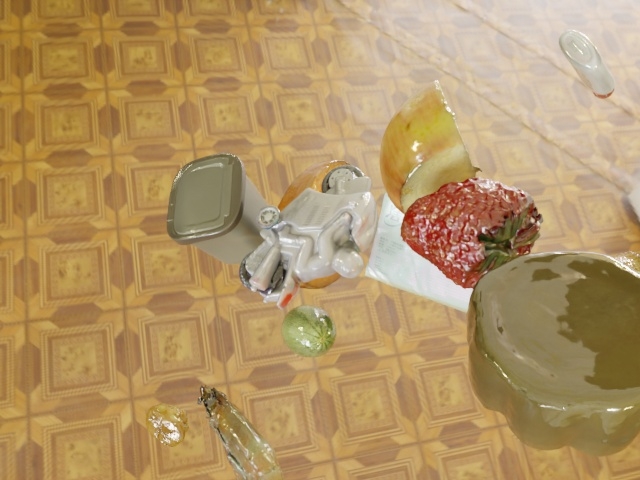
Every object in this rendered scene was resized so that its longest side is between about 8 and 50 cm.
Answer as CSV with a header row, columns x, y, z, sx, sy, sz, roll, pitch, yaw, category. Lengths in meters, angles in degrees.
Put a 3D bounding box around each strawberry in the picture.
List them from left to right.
x,y,z,sx,sy,sz,roll,pitch,yaw,category
0.347,-0.025,1.379,0.261,0.261,0.258,-26,40,-21,strawberry

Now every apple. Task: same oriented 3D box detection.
x,y,z,sx,sy,sz,roll,pitch,yaw,category
0.281,-0.251,1.580,0.252,0.314,0.309,6,47,-23,apple

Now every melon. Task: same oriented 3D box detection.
x,y,z,sx,sy,sz,roll,pitch,yaw,category
-0.032,0.237,1.587,0.139,0.192,0.139,-2,96,-24,melon

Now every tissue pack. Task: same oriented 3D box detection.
x,y,z,sx,sy,sz,roll,pitch,yaw,category
0.370,0.010,1.770,0.405,0.331,0.205,21,34,16,tissue pack

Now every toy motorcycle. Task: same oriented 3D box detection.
x,y,z,sx,sy,sz,roll,pitch,yaw,category
0.000,0.000,0.926,0.260,0.110,0.171,-46,57,-9,toy motorcycle

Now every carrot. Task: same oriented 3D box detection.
x,y,z,sx,sy,sz,roll,pitch,yaw,category
-0.002,-0.039,1.351,0.100,0.258,0.307,10,67,34,carrot

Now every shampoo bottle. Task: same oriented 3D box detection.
x,y,z,sx,sy,sz,roll,pitch,yaw,category
0.544,-0.341,1.209,0.221,0.051,0.108,15,39,-51,shampoo bottle

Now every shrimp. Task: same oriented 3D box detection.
x,y,z,sx,sy,sz,roll,pitch,yaw,category
-0.101,0.251,0.730,0.042,0.101,0.190,-13,52,-40,shrimp

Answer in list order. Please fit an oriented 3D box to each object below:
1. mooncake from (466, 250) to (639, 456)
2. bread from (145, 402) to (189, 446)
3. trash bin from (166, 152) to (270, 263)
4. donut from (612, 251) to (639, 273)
x,y,z,sx,sy,sz,roll,pitch,yaw,category
0.448,0.199,1.106,0.379,0.200,0.378,-3,43,3,mooncake
-0.276,0.330,1.089,0.083,0.081,0.046,44,32,6,bread
-0.240,-0.062,1.535,0.220,0.250,0.219,-7,66,20,trash bin
0.679,0.116,1.376,0.075,0.190,0.174,-12,92,-10,donut
